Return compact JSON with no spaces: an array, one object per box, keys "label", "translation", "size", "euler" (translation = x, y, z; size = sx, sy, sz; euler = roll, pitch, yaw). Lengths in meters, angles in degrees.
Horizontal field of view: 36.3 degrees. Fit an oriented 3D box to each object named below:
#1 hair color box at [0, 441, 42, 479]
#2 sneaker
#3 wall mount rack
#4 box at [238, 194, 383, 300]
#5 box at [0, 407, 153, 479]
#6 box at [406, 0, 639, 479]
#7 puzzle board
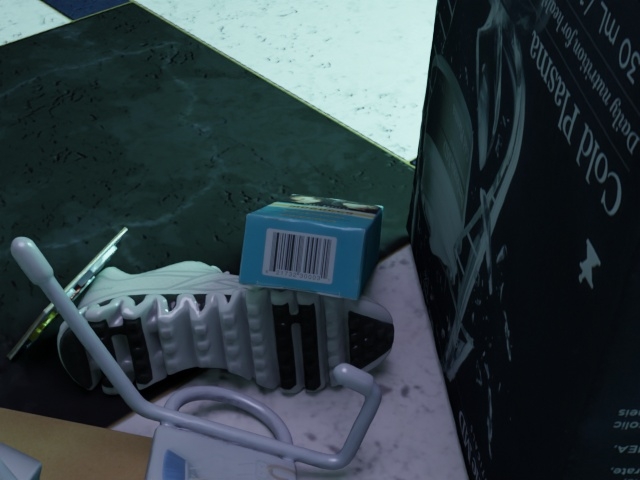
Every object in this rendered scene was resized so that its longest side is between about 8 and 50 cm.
[{"label":"hair color box","translation":[-0.383,0.147,0.576],"size":[0.375,0.113,0.185],"euler":[25,37,1]},{"label":"sneaker","translation":[-0.080,0.065,0.875],"size":[0.292,0.110,0.118],"euler":[2,30,-2]},{"label":"wall mount rack","translation":[-0.099,0.138,0.661],"size":[0.304,0.130,0.350],"euler":[19,20,-10]},{"label":"box","translation":[0.000,0.000,0.894],"size":[0.101,0.060,0.244],"euler":[8,7,6]},{"label":"box","translation":[-0.219,0.206,0.750],"size":[0.201,0.021,0.164],"euler":[9,39,8]},{"label":"box","translation":[0.261,-0.046,0.735],"size":[0.298,0.471,0.480],"euler":[-2,39,-5]},{"label":"puzzle board","translation":[-0.230,0.049,0.895],"size":[0.011,0.096,0.128],"euler":[42,44,-7]}]
